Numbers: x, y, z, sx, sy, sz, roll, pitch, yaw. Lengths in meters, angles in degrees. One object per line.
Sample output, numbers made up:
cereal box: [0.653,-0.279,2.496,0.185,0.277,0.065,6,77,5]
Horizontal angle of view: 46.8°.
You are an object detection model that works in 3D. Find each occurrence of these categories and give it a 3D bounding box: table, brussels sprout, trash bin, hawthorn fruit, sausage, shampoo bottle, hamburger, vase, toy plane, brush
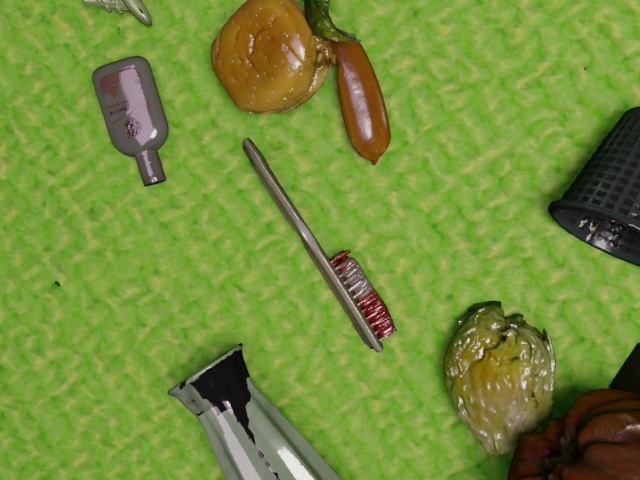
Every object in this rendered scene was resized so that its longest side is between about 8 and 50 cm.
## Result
table: [0.431,0.187,0.928,0.082,0.083,0.070,31,96,-2]
brussels sprout: [0.228,0.173,0.939,0.139,0.100,0.181,-4,96,15]
trash bin: [0.384,-0.067,0.877,0.175,0.175,0.161,27,86,2]
hawthorn fruit: [0.351,0.323,0.805,0.277,0.277,0.298,-40,94,7]
sausage: [0.050,-0.185,0.936,0.054,0.062,0.183,-13,92,23]
shampoo bottle: [-0.242,-0.154,0.973,0.080,0.040,0.165,-16,93,4]
hamburger: [-0.061,-0.228,0.916,0.147,0.083,0.138,-37,86,29]
vase: [-0.052,0.313,0.950,0.165,0.165,0.360,-35,88,7]
toy plane: [-0.256,-0.325,0.959,0.102,0.040,0.111,-38,89,-3]
brush: [0.000,0.000,0.960,0.050,0.060,0.321,-34,92,-6]

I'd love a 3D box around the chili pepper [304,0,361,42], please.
chili pepper: [0.056,-0.400,0.886,0.085,0.076,0.359,23,83,-24]
